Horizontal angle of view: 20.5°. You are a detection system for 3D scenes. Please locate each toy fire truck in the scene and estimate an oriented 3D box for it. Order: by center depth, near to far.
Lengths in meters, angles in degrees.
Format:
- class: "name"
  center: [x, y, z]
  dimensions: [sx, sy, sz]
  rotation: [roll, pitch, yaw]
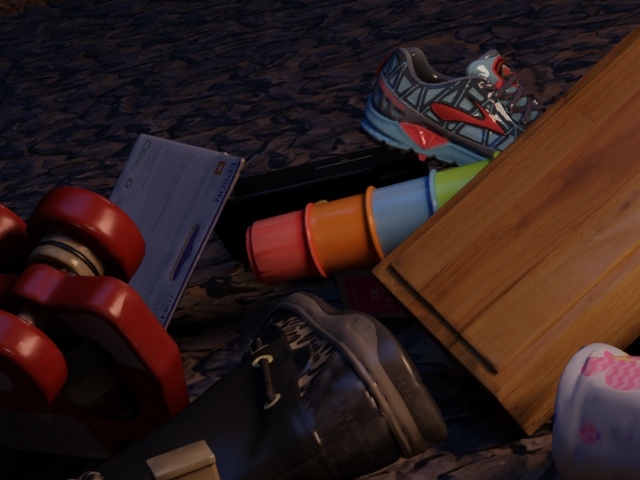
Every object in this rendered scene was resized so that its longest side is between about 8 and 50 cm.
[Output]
- class: "toy fire truck"
  center: [-0.232, 0.100, 1.514]
  dimensions: [0.302, 0.254, 0.169]
  rotation: [0, 48, 38]

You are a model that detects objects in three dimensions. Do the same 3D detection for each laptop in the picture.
- class: "laptop"
  center: [0.000, -0.074, 1.956]
  dimensions: [0.234, 0.137, 0.264]
  rotation: [-12, 32, 6]

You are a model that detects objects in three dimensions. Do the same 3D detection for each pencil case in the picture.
- class: "pencil case"
  center: [0.294, 0.141, 1.230]
  dimensions: [0.273, 0.113, 0.124]
  rotation: [5, 0, 44]

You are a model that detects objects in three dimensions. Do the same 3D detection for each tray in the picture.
- class: "tray"
  center: [0.255, -0.047, 1.487]
  dimensions: [0.411, 0.076, 0.203]
  rotation: [-42, 43, -2]

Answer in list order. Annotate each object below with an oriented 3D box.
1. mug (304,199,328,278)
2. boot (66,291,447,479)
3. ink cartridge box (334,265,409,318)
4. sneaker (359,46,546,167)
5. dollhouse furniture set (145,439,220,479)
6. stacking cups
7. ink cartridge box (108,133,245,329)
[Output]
- class: "mug"
  center: [0.000, 0.002, 1.860]
  dimensions: [0.064, 0.078, 0.062]
  rotation: [-31, 0, -18]
- class: "boot"
  center: [-0.079, 0.171, 1.356]
  dimensions: [0.284, 0.138, 0.377]
  rotation: [-33, 9, -13]
- class: "ink cartridge box"
  center: [0.190, 0.014, 1.707]
  dimensions: [0.311, 0.065, 0.186]
  rotation: [-4, 22, 35]
- class: "sneaker"
  center: [0.171, -0.124, 1.754]
  dimensions: [0.262, 0.125, 0.104]
  rotation: [17, 14, 12]
- class: "dollhouse furniture set"
  center: [-0.113, 0.251, 1.124]
  dimensions: [0.161, 0.182, 0.101]
  rotation: [-19, 21, -13]
- class: "stacking cups"
  center: [0.085, -0.027, 1.661]
  dimensions: [0.316, 0.096, 0.096]
  rotation: [-10, 21, 13]
- class: "ink cartridge box"
  center: [-0.164, 0.008, 1.808]
  dimensions: [0.224, 0.045, 0.223]
  rotation: [17, 80, 56]
